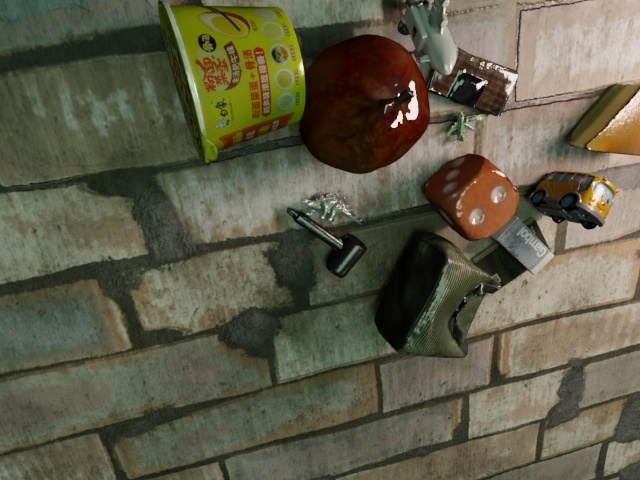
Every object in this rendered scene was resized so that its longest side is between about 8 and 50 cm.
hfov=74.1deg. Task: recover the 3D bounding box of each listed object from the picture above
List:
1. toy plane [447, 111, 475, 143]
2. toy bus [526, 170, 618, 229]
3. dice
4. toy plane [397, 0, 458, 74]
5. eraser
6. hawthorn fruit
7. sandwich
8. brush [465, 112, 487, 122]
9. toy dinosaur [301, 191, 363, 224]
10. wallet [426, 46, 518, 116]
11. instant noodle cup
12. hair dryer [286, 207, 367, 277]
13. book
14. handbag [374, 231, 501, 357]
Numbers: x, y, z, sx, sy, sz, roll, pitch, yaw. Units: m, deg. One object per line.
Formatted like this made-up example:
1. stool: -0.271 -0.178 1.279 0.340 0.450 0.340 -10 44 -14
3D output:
1. toy plane: 0.373 -0.302 1.135 0.080 0.033 0.083 -10 107 -8
2. toy bus: 0.714 -0.124 1.198 0.126 0.209 0.136 32 92 -21
3. dice: 0.406 -0.117 1.142 0.179 0.174 0.175 -40 114 6
4. toy plane: 0.230 -0.459 0.913 0.102 0.251 0.254 -4 70 -5
5. eraser: 0.611 0.013 1.285 0.213 0.046 0.091 36 100 -23
6. hawthorn fruit: 0.096 -0.282 0.930 0.309 0.324 0.308 -7 140 -6
7. sandwich: 0.836 -0.299 1.201 0.186 0.108 0.220 39 97 -23
8. brush: 0.418 -0.327 1.130 0.084 0.013 0.016 -18 101 -30
9. toy dinosaur: 0.041 -0.082 1.140 0.209 0.039 0.082 21 86 -29
10. wallet: 0.388 -0.409 1.089 0.231 0.042 0.124 11 107 -19
11. instant noodle cup: -0.174 -0.331 0.866 0.222 0.311 0.310 -17 115 -16
12. hair dryer: 0.001 -0.001 1.159 0.248 0.070 0.114 33 101 -19
13. book: 0.607 0.051 1.342 0.228 0.024 0.160 -36 116 4
14. handbag: 0.328 0.167 1.202 0.241 0.247 0.340 18 101 -21
